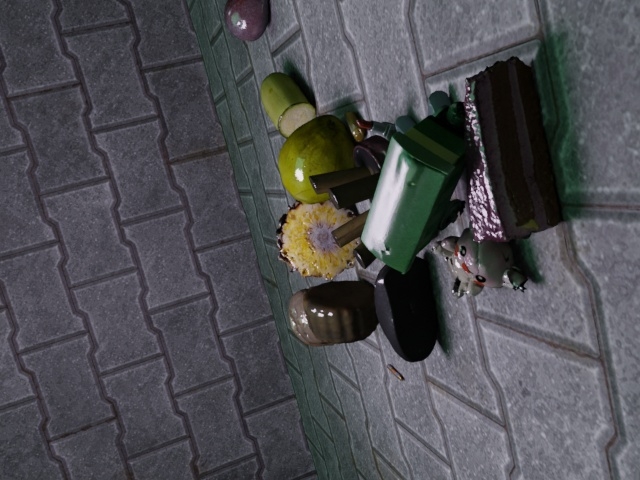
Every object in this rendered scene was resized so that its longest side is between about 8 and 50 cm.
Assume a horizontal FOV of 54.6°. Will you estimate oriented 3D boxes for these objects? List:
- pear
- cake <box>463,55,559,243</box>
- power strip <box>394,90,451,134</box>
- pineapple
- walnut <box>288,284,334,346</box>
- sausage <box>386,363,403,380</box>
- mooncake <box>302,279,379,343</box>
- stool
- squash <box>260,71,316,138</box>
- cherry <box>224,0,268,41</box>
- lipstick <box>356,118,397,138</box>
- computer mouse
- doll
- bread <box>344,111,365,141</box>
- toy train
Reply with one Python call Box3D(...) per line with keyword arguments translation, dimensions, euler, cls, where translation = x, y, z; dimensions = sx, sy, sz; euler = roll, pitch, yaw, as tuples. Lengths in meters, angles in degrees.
Box3D(translation=(-0.007, -0.211, 1.652), dimensions=(0.212, 0.212, 0.269), euler=(65, 145, 27), cls="pear")
Box3D(translation=(0.287, -0.121, 0.939), dimensions=(0.113, 0.115, 0.295), euler=(34, 141, 59), cls="cake")
Box3D(translation=(0.215, -0.207, 1.208), dimensions=(0.216, 0.044, 0.137), euler=(170, 83, -74), cls="power strip")
Box3D(translation=(0.000, 0.000, 1.892), dimensions=(0.271, 0.262, 0.263), euler=(38, -146, -85), cls="pineapple")
Box3D(translation=(-0.007, 0.266, 2.167), dimensions=(0.224, 0.224, 0.224), euler=(163, 90, -74), cls="walnut")
Box3D(translation=(0.222, 0.394, 1.852), dimensions=(0.100, 0.015, 0.015), euler=(-143, 39, -64), cls="sausage")
Box3D(translation=(0.064, 0.207, 1.814), dimensions=(0.228, 0.228, 0.124), euler=(-141, 41, -63), cls="mooncake")
Box3D(translation=(0.110, -0.080, 1.379), dimensions=(0.272, 0.178, 0.272), euler=(60, 171, 16), cls="stool")
Box3D(translation=(-0.117, -0.435, 1.927), dimensions=(0.132, 0.132, 0.247), euler=(90, 156, -47), cls="squash")
Box3D(translation=(-0.237, -0.736, 2.007), dimensions=(0.176, 0.140, 0.176), euler=(178, 90, -71), cls="cherry")
Box3D(translation=(0.129, -0.236, 1.311), dimensions=(0.030, 0.129, 0.030), euler=(49, 124, 57), cls="lipstick")
Box3D(translation=(0.198, 0.157, 1.470), dimensions=(0.086, 0.137, 0.270), euler=(19, 127, 59), cls="computer mouse")
Box3D(translation=(0.287, 0.038, 1.133), dimensions=(0.149, 0.095, 0.192), euler=(66, 162, 3), cls="doll")
Box3D(translation=(0.087, -0.291, 1.569), dimensions=(0.049, 0.033, 0.088), euler=(71, 177, -58), cls="bread")
Box3D(translation=(0.184, -0.094, 1.085), dimensions=(0.120, 0.202, 0.301), euler=(38, 144, 19), cls="toy train")
